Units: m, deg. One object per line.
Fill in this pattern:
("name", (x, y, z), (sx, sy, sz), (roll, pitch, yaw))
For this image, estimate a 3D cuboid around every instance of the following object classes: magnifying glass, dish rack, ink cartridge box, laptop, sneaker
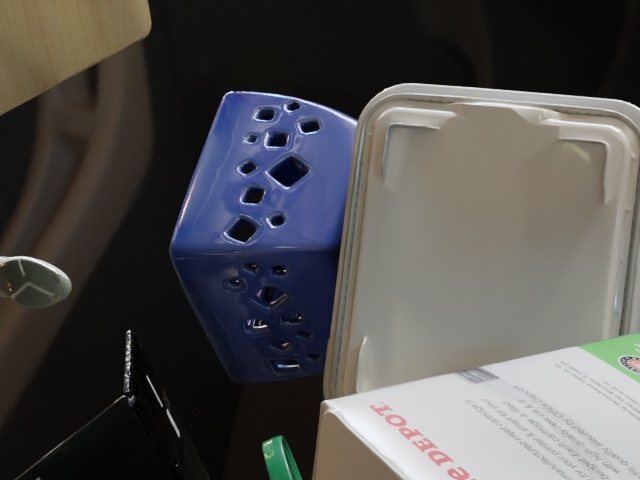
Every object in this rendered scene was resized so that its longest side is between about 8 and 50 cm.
("magnifying glass", (-0.005, 0.280, 1.290), (0.026, 0.092, 0.231), (-20, 65, 1))
("dish rack", (0.144, 0.029, 1.280), (0.285, 0.072, 0.333), (6, 88, 17))
("ink cartridge box", (0.164, 0.176, 0.962), (0.211, 0.289, 0.122), (37, 127, 50))
("laptop", (-0.222, 0.271, 1.638), (0.136, 0.234, 0.264), (-22, 22, 2))
("sneaker", (-0.321, 0.038, 1.552), (0.152, 0.061, 0.054), (5, 101, 28))

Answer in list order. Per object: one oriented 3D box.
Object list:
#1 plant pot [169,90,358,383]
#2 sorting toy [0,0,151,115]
("plant pot", (0.000, 0.000, 1.516), (0.212, 0.236, 0.236), (1, 50, 18))
("sorting toy", (-0.242, -0.207, 0.898), (0.089, 0.257, 0.255), (10, 33, 35))
